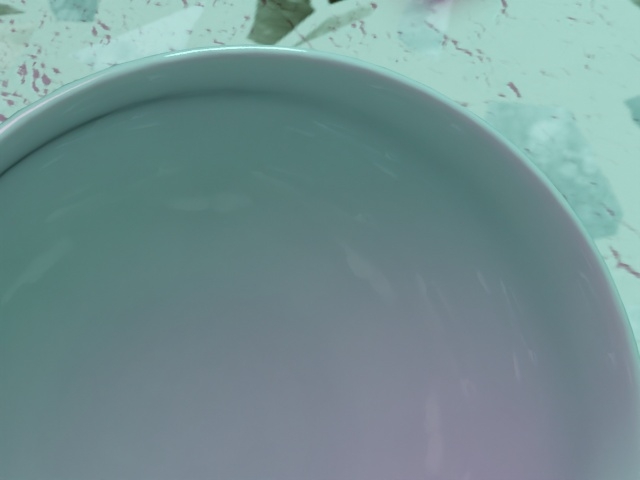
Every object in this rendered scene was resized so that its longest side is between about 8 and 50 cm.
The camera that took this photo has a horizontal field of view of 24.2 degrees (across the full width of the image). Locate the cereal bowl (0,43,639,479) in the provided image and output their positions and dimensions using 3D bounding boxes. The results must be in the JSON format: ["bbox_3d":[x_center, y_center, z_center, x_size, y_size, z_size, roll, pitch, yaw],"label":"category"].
[{"bbox_3d":[-0.038,0.090,0.640,0.339,0.339,0.141,-36,10,-16],"label":"cereal bowl"}]
